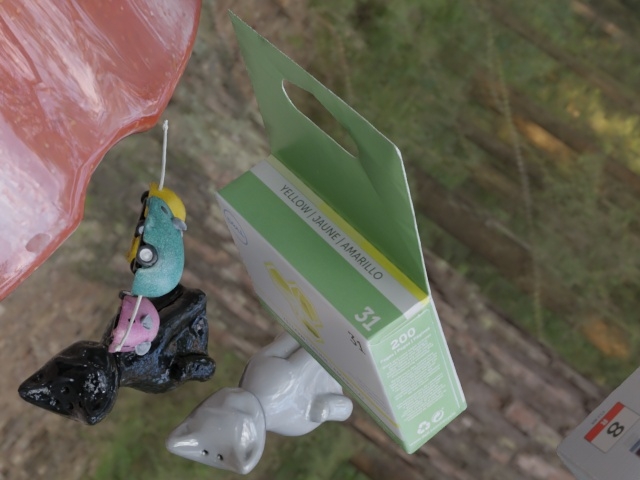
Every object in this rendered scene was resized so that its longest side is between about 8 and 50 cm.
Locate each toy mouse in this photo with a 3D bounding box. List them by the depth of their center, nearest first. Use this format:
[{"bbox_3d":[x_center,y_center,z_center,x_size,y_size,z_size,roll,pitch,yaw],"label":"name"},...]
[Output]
[{"bbox_3d":[-0.109,0.028,0.867,0.143,0.031,0.161,-94,-159,-58],"label":"toy mouse"}]

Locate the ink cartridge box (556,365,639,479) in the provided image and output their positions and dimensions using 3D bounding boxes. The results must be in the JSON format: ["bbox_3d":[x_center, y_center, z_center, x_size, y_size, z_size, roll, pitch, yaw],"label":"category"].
[{"bbox_3d":[0.189,0.074,0.555,0.145,0.045,0.179,-44,-167,-3],"label":"ink cartridge box"}]

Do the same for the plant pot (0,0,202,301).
[{"bbox_3d":[-0.186,-0.109,0.362,0.272,0.272,0.265,-51,126,-13],"label":"plant pot"}]

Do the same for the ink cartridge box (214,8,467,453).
[{"bbox_3d":[0.000,0.000,0.806,0.056,0.171,0.235,-36,139,-13],"label":"ink cartridge box"}]

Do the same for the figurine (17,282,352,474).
[{"bbox_3d":[-0.103,0.119,1.103,0.209,0.214,0.092,-27,129,-63],"label":"figurine"}]
